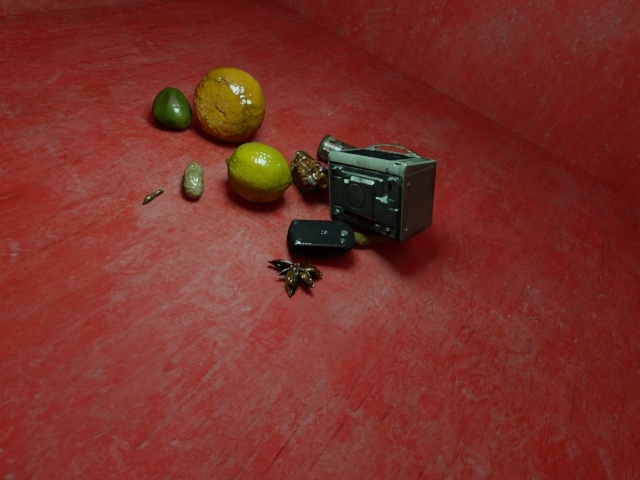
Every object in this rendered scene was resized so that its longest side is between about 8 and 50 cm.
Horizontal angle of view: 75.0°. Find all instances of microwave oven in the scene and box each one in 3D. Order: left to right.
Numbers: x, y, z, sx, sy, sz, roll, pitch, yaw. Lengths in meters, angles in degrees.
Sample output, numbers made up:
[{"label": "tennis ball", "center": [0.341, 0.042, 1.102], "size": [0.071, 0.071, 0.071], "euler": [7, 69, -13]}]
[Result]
[{"label": "microwave oven", "center": [0.234, -0.208, 1.712], "size": [0.247, 0.333, 0.394], "euler": [-23, 31, -39]}]

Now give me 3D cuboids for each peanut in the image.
[{"label": "peanut", "center": [-0.524, -0.253, 1.719], "size": [0.083, 0.093, 0.194], "euler": [-8, 51, -9]}]

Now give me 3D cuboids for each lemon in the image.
[{"label": "lemon", "center": [-0.258, -0.281, 1.738], "size": [0.267, 0.267, 0.267], "euler": [11, 44, -11]}]

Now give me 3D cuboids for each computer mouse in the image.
[{"label": "computer mouse", "center": [0.000, 0.000, 1.663], "size": [0.269, 0.100, 0.170], "euler": [3, 41, -10]}]

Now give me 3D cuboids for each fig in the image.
[{"label": "fig", "center": [-0.694, -0.618, 1.960], "size": [0.181, 0.191, 0.181], "euler": [-1, 14, 0]}]

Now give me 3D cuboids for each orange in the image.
[{"label": "orange", "center": [-0.419, -0.639, 1.968], "size": [0.341, 0.340, 0.293], "euler": [26, 33, 5]}]

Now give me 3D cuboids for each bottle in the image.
[{"label": "bottle", "center": [0.126, -0.421, 2.098], "size": [0.271, 0.143, 0.156], "euler": [27, 69, 10]}]

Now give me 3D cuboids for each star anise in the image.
[{"label": "star anise", "center": [-0.086, 0.132, 1.535], "size": [0.212, 0.053, 0.157], "euler": [5, 46, -19]}]

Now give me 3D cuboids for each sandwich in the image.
[{"label": "sandwich", "center": [-0.043, -0.282, 1.881], "size": [0.250, 0.162, 0.301], "euler": [31, 12, -6]}]

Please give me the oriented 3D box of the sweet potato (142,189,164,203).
[{"label": "sweet potato", "center": [-0.657, -0.178, 1.641], "size": [0.026, 0.026, 0.115], "euler": [31, 46, 10]}]

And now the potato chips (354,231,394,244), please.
[{"label": "potato chips", "center": [0.280, -0.029, 1.816], "size": [0.407, 0.080, 0.057], "euler": [-10, 14, -27]}]
